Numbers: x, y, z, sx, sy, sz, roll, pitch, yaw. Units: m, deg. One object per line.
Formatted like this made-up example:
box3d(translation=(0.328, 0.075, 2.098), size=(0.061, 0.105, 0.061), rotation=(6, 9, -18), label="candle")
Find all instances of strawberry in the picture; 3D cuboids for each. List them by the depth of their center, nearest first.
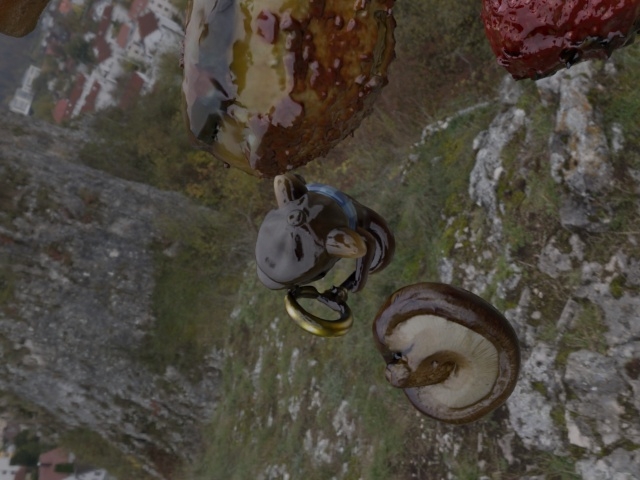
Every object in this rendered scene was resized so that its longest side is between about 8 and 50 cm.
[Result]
box3d(translation=(0.336, -0.386, 0.717), size=(0.238, 0.289, 0.250), rotation=(-9, 23, 27), label="strawberry")

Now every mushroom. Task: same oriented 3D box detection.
box3d(translation=(0.186, 0.157, 0.779), size=(0.194, 0.231, 0.138), rotation=(-21, 16, 7), label="mushroom")

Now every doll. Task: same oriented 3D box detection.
box3d(translation=(-0.003, 0.003, 0.994), size=(0.209, 0.339, 0.318), rotation=(-44, 84, 16), label="doll")

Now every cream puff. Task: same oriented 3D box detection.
box3d(translation=(-0.027, -0.161, 0.403), size=(0.240, 0.163, 0.240), rotation=(-163, 90, -77), label="cream puff")

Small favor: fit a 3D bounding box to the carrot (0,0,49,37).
box3d(translation=(-0.365, -0.413, 0.653), size=(0.254, 0.196, 0.196), rotation=(-35, 44, 15), label="carrot")
